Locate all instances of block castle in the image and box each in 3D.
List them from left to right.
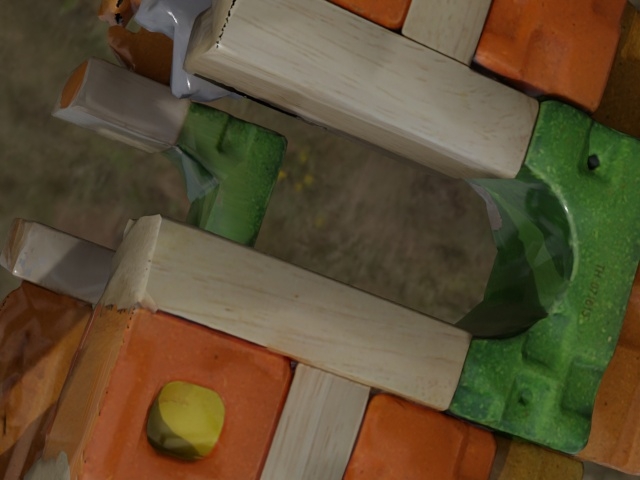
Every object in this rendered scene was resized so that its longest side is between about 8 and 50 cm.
[{"bbox_3d":[0.000,0.000,0.528,0.212,0.454,0.303,21,173,-20],"label":"block castle"}]
